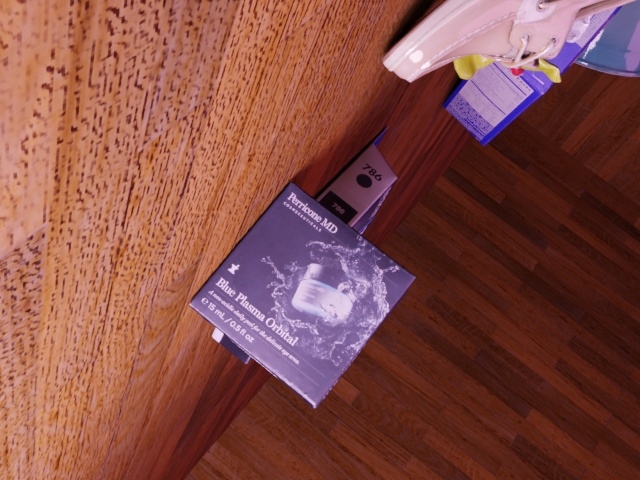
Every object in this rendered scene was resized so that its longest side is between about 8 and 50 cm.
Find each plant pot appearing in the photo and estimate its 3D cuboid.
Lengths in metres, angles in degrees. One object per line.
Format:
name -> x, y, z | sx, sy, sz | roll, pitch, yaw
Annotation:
plant pot -> 0.598, -0.509, 1.678 | 0.272, 0.272, 0.255 | -43, 154, -53

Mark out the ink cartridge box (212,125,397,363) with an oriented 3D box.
ink cartridge box -> 0.000, 0.000, 1.056 | 0.332, 0.065, 0.165 | -48, 172, -37

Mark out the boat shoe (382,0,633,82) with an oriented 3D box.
boat shoe -> 0.200, -0.216, 0.783 | 0.302, 0.098, 0.109 | -30, -175, -16

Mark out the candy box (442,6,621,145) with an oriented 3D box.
candy box -> 0.363, -0.326, 1.389 | 0.268, 0.122, 0.317 | -47, 179, -10

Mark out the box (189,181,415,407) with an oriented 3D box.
box -> -0.017, 0.056, 0.816 | 0.158, 0.156, 0.093 | -51, 172, -10

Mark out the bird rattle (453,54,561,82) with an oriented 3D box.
bird rattle -> 0.239, -0.279, 0.954 | 0.253, 0.143, 0.206 | -47, 156, -60

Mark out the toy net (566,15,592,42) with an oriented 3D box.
toy net -> 0.310, -0.360, 0.999 | 0.122, 0.045, 0.232 | -131, -130, -69
